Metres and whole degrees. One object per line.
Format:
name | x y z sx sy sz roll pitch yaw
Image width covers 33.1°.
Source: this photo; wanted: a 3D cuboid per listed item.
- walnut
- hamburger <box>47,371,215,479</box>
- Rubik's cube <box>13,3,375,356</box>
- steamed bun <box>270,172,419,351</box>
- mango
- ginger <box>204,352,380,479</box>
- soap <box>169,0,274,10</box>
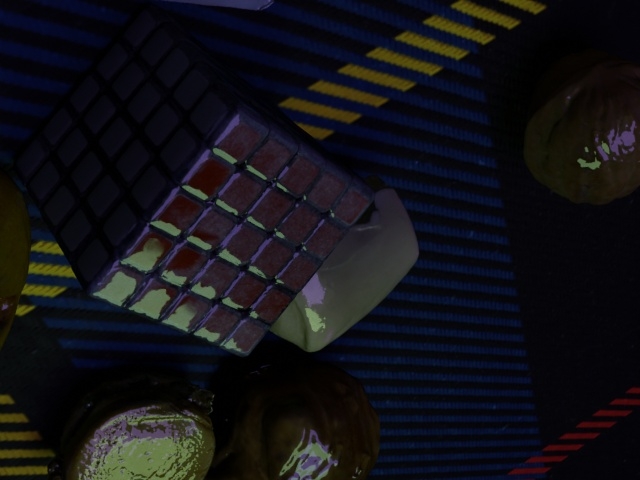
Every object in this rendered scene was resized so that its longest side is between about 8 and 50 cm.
walnut | 0.364 -0.153 1.437 0.213 0.213 0.213 -20 133 -23
hamburger | -0.244 0.259 1.381 0.215 0.122 0.189 -9 122 -26
Rubik's cube | -0.134 -0.058 1.119 0.238 0.237 0.237 -50 139 7
steamed bun | 0.000 0.000 1.304 0.225 0.200 0.170 -41 163 -19
mango | -0.366 0.043 1.093 0.130 0.167 0.262 5 125 -23
ginger | -0.040 0.289 1.488 0.200 0.223 0.269 2 118 -47
soap | -0.144 -0.309 1.018 0.262 0.094 0.150 -2 129 -37
